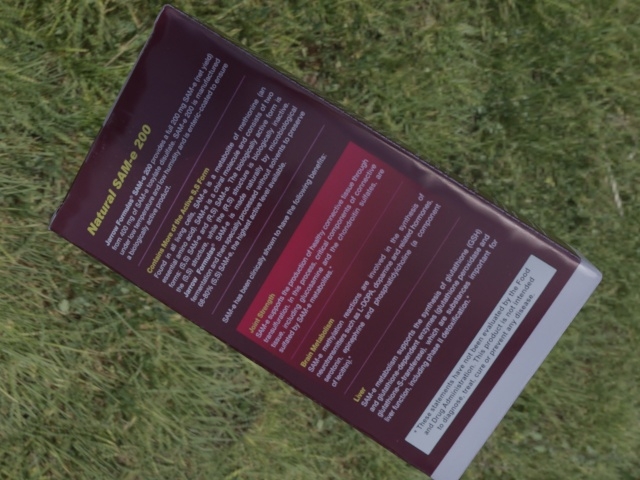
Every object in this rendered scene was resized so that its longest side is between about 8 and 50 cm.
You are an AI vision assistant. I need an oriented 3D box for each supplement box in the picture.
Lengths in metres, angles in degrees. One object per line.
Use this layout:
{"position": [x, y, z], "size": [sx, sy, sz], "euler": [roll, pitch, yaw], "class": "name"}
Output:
{"position": [0.000, 0.000, 0.397], "size": [0.239, 0.073, 0.130], "euler": [33, 102, 4], "class": "supplement box"}
